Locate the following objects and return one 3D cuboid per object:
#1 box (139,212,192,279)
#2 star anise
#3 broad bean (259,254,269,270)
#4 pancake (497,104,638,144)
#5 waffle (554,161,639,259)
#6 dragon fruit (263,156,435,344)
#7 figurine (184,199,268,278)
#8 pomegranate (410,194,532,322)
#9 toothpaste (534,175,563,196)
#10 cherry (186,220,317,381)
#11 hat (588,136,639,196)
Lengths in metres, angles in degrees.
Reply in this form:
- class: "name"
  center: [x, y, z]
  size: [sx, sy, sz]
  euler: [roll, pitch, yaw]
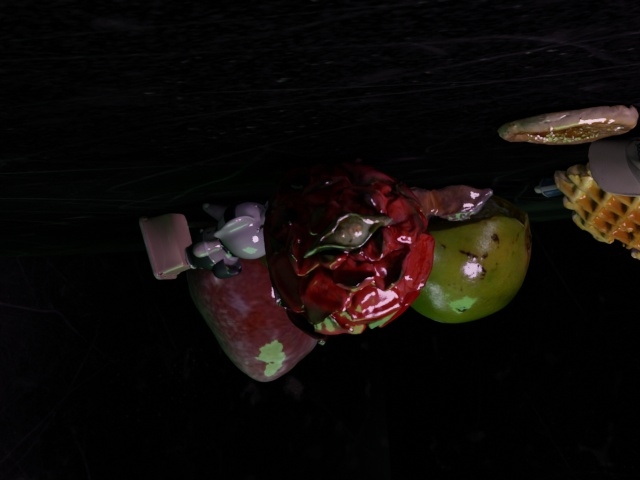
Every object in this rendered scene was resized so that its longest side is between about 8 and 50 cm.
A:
- class: "box"
  center: [-0.278, 0.007, 1.933]
  size: [0.062, 0.122, 0.089]
  euler: [-17, 174, 17]
- class: "star anise"
  center: [0.185, -0.061, 1.815]
  size: [0.208, 0.063, 0.172]
  euler: [-4, 179, -21]
- class: "broad bean"
  center: [0.001, -0.001, 1.859]
  size: [0.228, 0.156, 0.122]
  euler: [-4, -150, -19]
- class: "pancake"
  center: [0.248, -0.114, 1.053]
  size: [0.139, 0.022, 0.139]
  euler: [-4, 177, 0]
- class: "waffle"
  center: [0.488, -0.037, 1.601]
  size: [0.250, 0.056, 0.261]
  euler: [42, 161, -32]
- class: "dragon fruit"
  center: [0.022, 0.010, 1.334]
  size: [0.234, 0.233, 0.293]
  euler: [-4, 173, -18]
- class: "figurine"
  center: [-0.139, -0.010, 1.750]
  size: [0.192, 0.126, 0.147]
  euler: [-24, 159, 27]
- class: "pomegranate"
  center: [0.227, 0.048, 1.971]
  size: [0.359, 0.216, 0.310]
  euler: [-13, -167, 21]
- class: "toothpaste"
  center: [0.425, -0.099, 1.723]
  size: [0.057, 0.034, 0.197]
  euler: [-14, -179, -33]
- class: "cherry"
  center: [-0.121, 0.093, 2.128]
  size: [0.291, 0.335, 0.326]
  euler: [-21, -159, 3]
- class: "hat"
  center: [0.405, -0.106, 1.237]
  size: [0.166, 0.081, 0.122]
  euler: [10, -136, 24]
